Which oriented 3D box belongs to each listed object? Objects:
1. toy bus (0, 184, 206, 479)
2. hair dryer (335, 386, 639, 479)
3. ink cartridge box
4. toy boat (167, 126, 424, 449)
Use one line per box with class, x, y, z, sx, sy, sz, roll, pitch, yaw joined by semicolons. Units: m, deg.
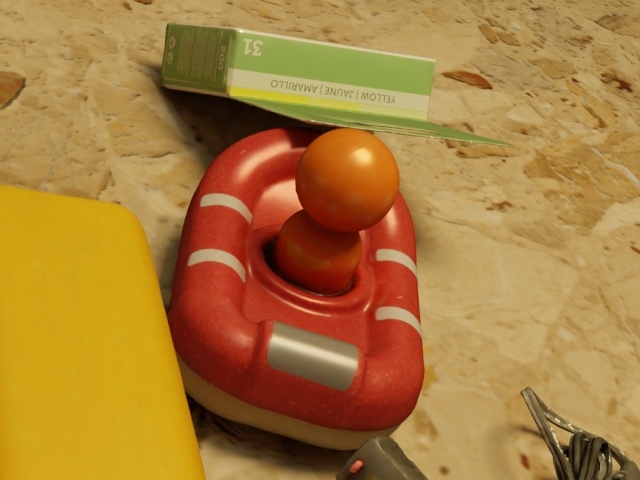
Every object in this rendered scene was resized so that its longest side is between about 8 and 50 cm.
toy bus;-0.129;0.086;0.660;0.108;0.130;0.332;9;35;-24
hair dryer;0.172;0.169;0.748;0.224;0.080;0.293;-9;42;-45
ink cartridge box;0.010;-0.113;1.028;0.171;0.056;0.235;4;7;-30
toy boat;0.000;0.000;0.852;0.151;0.151;0.231;18;32;-11
